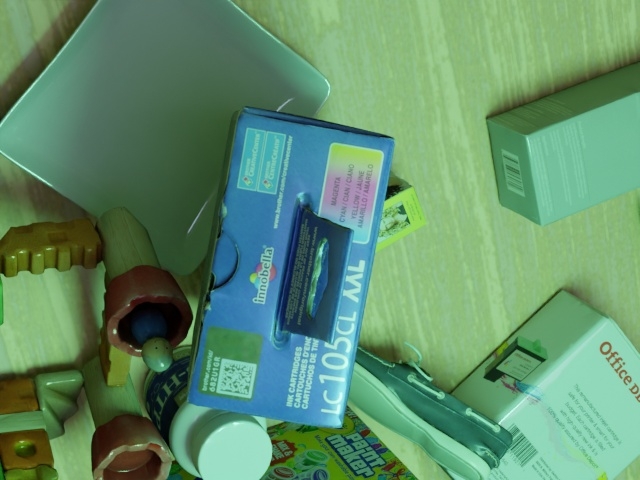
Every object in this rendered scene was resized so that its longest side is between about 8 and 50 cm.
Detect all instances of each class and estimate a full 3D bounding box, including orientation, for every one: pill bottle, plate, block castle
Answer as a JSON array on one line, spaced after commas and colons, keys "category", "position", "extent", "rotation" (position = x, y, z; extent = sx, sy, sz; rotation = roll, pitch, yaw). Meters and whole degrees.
[{"category": "pill bottle", "position": [-0.123, 0.201, 1.545], "extent": [0.112, 0.187, 0.112], "rotation": [-7, 110, -21]}, {"category": "plate", "position": [-0.168, -0.141, 1.490], "extent": [0.278, 0.045, 0.277], "rotation": [37, 90, -28]}, {"category": "block castle", "position": [-0.367, 0.152, 1.359], "extent": [0.453, 0.213, 0.303], "rotation": [-5, 132, -20]}]

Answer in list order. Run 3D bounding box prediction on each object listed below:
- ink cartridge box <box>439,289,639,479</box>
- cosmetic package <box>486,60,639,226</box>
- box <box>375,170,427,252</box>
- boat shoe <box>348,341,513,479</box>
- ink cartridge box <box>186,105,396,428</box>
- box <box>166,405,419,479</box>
[{"category": "ink cartridge box", "position": [0.289, 0.233, 1.768], "extent": [0.278, 0.117, 0.201], "rotation": [-43, 118, -3]}, {"category": "cosmetic package", "position": [0.335, -0.122, 1.675], "extent": [0.238, 0.107, 0.127], "rotation": [-21, 114, -18]}, {"category": "box", "position": [0.000, 0.000, 1.586], "extent": [0.232, 0.087, 0.058], "rotation": [-30, 119, -12]}, {"category": "boat shoe", "position": [0.113, 0.188, 1.652], "extent": [0.079, 0.254, 0.095], "rotation": [-50, 165, -23]}, {"category": "ink cartridge box", "position": [-0.036, 0.017, 1.319], "extent": [0.151, 0.395, 0.270], "rotation": [10, 94, -4]}, {"category": "box", "position": [-0.028, 0.359, 1.582], "extent": [0.279, 0.290, 0.177], "rotation": [-17, 113, -17]}]
